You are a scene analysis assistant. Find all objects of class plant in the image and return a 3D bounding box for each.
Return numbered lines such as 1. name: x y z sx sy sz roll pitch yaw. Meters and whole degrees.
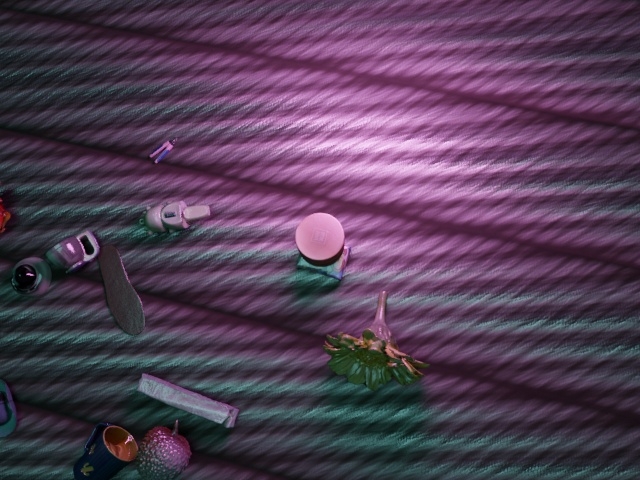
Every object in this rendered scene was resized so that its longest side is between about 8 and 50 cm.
1. plant: 0.149 0.329 1.532 0.306 0.297 0.261 30 115 -33

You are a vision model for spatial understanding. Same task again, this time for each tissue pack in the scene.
1. tissue pack: 0.010 0.051 1.614 0.155 0.065 0.115 17 84 8

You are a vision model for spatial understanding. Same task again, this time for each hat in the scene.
1. hat: -1.076 0.556 1.641 0.138 0.078 0.190 -21 81 4

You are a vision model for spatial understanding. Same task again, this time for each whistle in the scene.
1. whistle: -0.483 -0.079 1.663 0.245 0.092 0.110 -10 80 5

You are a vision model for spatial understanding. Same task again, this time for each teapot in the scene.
1. teapot: -0.827 0.046 1.687 0.111 0.149 0.108 -30 98 43

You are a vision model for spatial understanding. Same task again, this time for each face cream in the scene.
1. face cream: 0.000 0.000 1.538 0.149 0.104 0.149 -1 76 3

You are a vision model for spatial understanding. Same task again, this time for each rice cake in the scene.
1. rice cake: -0.423 0.509 1.596 0.336 0.063 0.066 19 80 8

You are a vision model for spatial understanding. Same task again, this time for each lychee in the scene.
1. lychee: -0.474 0.646 1.535 0.165 0.165 0.197 33 82 8

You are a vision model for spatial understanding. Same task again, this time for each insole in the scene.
1. insole: -0.676 0.166 1.692 0.111 0.007 0.327 -23 81 1

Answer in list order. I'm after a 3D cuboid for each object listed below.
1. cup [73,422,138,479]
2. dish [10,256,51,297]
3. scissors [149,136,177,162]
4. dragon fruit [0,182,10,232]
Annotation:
1. cup: -0.685 0.670 1.579 0.155 0.131 0.176 -45 52 2
2. dish: -0.994 0.122 1.690 0.141 0.078 0.141 -1 83 5
3. scissors: -0.540 -0.317 1.738 0.113 0.012 0.039 -44 82 -1
4. dragon fruit: -1.132 -0.108 1.704 0.150 0.133 0.207 14 88 11
